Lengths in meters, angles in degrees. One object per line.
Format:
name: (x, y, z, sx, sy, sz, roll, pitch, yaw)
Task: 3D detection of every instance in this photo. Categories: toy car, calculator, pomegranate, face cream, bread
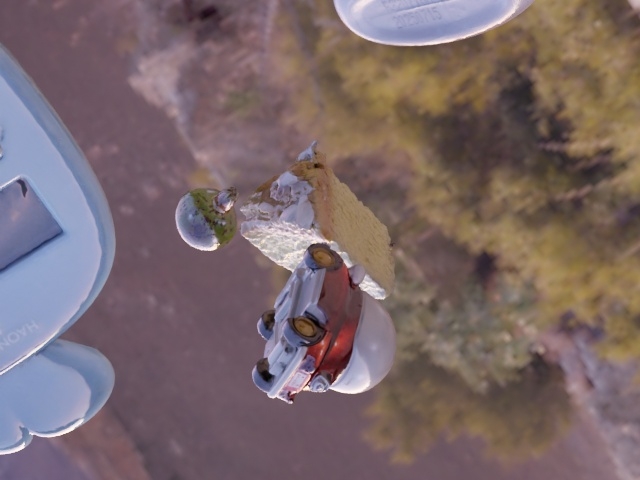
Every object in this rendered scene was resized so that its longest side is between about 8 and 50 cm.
toy car: (0.010, 0.085, 1.398, 0.112, 0.139, 0.112, 26, 128, -12)
calculator: (-0.205, -0.013, 0.764, 0.303, 0.188, 0.042, 58, 180, -32)
pomegranate: (-0.121, -0.024, 1.822, 0.084, 0.073, 0.073, -2, 123, 47)
face cream: (0.106, -0.241, 1.017, 0.144, 0.291, 0.071, -8, 135, 35)
bread: (0.000, 0.000, 1.702, 0.147, 0.127, 0.152, 45, -170, -28)
